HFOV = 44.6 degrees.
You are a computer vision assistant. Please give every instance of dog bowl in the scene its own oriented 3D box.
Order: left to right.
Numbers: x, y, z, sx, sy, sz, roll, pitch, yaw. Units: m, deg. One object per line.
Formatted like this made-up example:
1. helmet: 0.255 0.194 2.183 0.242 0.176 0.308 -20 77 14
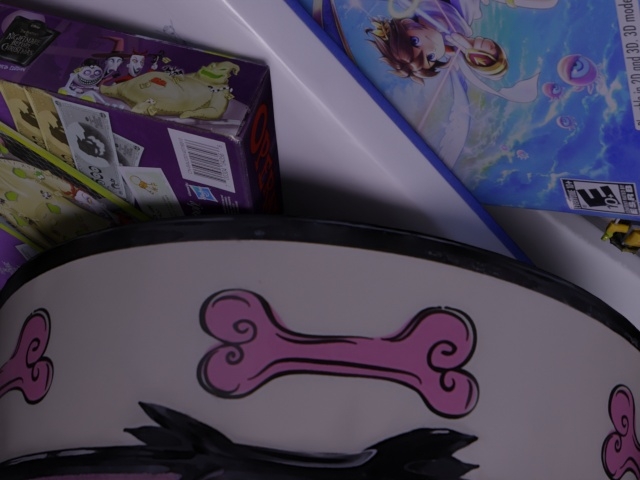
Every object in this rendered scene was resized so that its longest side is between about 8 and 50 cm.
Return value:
1. dog bowl: -0.008 0.154 0.471 0.408 0.150 0.408 6 149 3

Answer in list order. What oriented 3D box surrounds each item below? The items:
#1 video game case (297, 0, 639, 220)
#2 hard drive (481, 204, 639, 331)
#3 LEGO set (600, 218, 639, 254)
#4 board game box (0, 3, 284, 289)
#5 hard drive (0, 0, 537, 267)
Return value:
1. video game case: 0.032 -0.125 0.351 0.244 0.061 0.269 10 145 37
2. hard drive: 0.178 0.084 0.595 0.308 0.040 0.203 32 117 -15
3. LEGO set: 0.311 -0.053 0.413 0.332 0.192 0.255 15 132 -15
4. board game box: -0.121 0.007 0.474 0.208 0.056 0.346 12 150 7
5. hard drive: -0.051 -0.053 0.430 0.319 0.040 0.210 43 149 -26
